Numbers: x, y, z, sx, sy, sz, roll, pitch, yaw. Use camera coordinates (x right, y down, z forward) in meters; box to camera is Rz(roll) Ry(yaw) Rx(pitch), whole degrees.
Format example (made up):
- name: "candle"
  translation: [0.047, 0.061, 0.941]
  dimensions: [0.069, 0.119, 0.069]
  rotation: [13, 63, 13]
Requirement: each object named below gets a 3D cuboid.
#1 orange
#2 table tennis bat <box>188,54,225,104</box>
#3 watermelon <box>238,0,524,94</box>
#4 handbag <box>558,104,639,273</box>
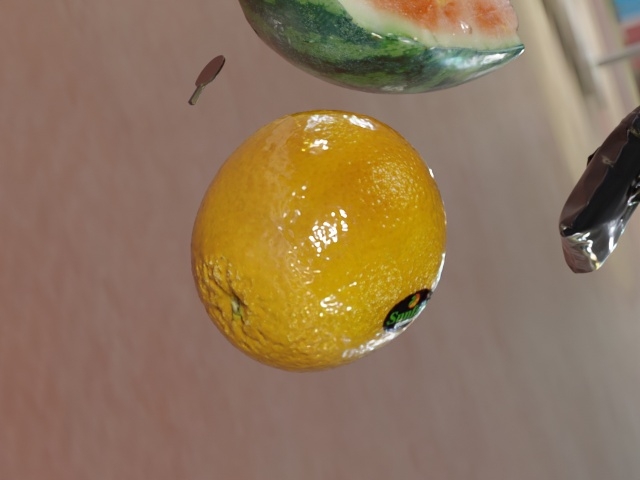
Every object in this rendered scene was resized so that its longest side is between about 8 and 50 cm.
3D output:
- name: "orange"
  translation: [0.000, 0.000, 1.668]
  dimensions: [0.236, 0.236, 0.236]
  rotation: [-16, 90, -79]
- name: "table tennis bat"
  translation: [-0.150, -0.209, 2.512]
  dimensions: [0.007, 0.050, 0.083]
  rotation: [42, 60, -24]
- name: "watermelon"
  translation: [0.079, -0.252, 2.116]
  dimensions: [0.222, 0.292, 0.319]
  rotation: [39, -39, 34]
- name: "handbag"
  translation: [0.385, -0.068, 2.565]
  dimensions: [0.088, 0.211, 0.254]
  rotation: [32, -4, 16]
